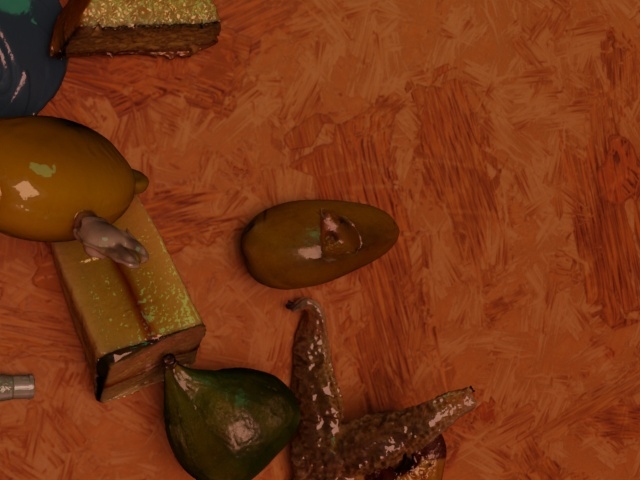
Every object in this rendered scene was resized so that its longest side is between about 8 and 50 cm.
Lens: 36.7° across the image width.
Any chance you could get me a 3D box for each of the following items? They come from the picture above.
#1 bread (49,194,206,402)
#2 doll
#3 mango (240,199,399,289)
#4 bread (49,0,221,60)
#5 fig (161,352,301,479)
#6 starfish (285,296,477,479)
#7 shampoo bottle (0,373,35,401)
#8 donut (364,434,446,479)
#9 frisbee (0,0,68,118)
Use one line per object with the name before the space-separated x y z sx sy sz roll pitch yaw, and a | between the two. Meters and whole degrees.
bread | -0.300 0.084 1.452 0.167 0.163 0.264 -17 65 -24
doll | -0.390 -0.074 1.230 0.423 0.348 0.161 17 107 -29
mango | 0.000 0.000 1.539 0.262 0.167 0.130 -15 112 -29
bread | -0.271 -0.342 1.403 0.260 0.129 0.134 -13 84 -33
fig | -0.163 0.248 1.444 0.235 0.203 0.203 46 72 -16
starfish | 0.072 0.325 1.544 0.324 0.082 0.432 9 89 18
shampoo bottle | -0.500 0.208 1.353 0.190 0.041 0.069 1 86 -27
donut | 0.124 0.374 1.652 0.184 0.073 0.166 -2 91 -25
frisbee | -0.491 -0.287 1.338 0.289 0.049 0.289 -1 92 -26
